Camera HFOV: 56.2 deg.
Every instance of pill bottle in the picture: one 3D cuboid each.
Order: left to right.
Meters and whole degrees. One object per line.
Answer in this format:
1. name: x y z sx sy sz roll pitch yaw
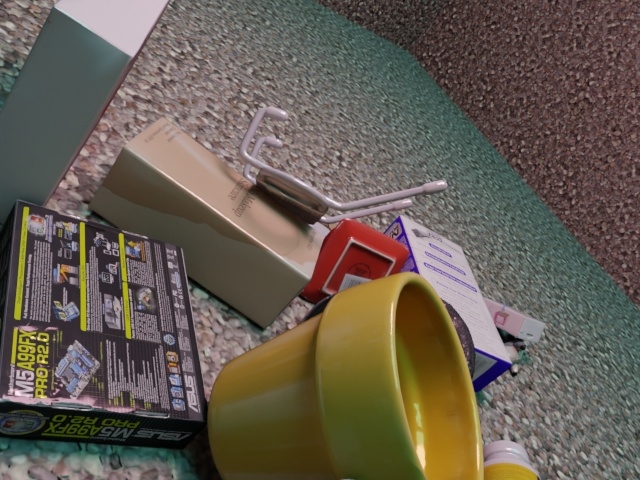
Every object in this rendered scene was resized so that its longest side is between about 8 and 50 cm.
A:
1. pill bottle: 0.275 0.386 0.873 0.103 0.103 0.184 38 28 -8

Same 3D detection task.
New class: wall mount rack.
1. wall mount rack: 0.018 -0.090 0.982 0.304 0.130 0.350 27 -5 -4

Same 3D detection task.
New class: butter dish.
1. butter dish: 0.046 0.040 1.060 0.160 0.160 0.118 24 9 -29

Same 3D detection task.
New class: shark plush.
1. shark plush: 0.422 0.230 1.341 0.067 0.073 0.161 17 27 18

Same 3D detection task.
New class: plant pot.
1. plant pot: 0.021 0.183 0.646 0.254 0.239 0.254 42 39 -47

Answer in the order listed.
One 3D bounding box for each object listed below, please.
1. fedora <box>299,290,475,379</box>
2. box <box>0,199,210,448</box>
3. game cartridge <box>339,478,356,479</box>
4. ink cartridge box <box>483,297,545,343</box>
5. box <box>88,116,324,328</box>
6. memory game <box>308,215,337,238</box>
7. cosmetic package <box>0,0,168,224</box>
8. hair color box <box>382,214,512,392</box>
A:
1. fedora: 0.117 0.178 0.859 0.334 0.152 0.334 20 42 -19
2. box: -0.249 0.091 0.675 0.216 0.060 0.270 18 35 -36
3. game cartridge: 0.003 0.366 0.452 0.062 0.198 0.297 16 40 -37
4. ink cartridge box: 0.434 0.182 1.366 0.088 0.052 0.122 18 7 -37
5. box: -0.158 -0.026 0.890 0.311 0.121 0.148 36 27 -11
6. memory game: 0.000 0.000 1.172 0.186 0.012 0.186 30 30 -20
7. cosmetic package: -0.315 -0.227 0.804 0.097 0.284 0.377 29 31 -22
8. hair color box: 0.231 0.117 1.198 0.185 0.110 0.339 26 33 -25
